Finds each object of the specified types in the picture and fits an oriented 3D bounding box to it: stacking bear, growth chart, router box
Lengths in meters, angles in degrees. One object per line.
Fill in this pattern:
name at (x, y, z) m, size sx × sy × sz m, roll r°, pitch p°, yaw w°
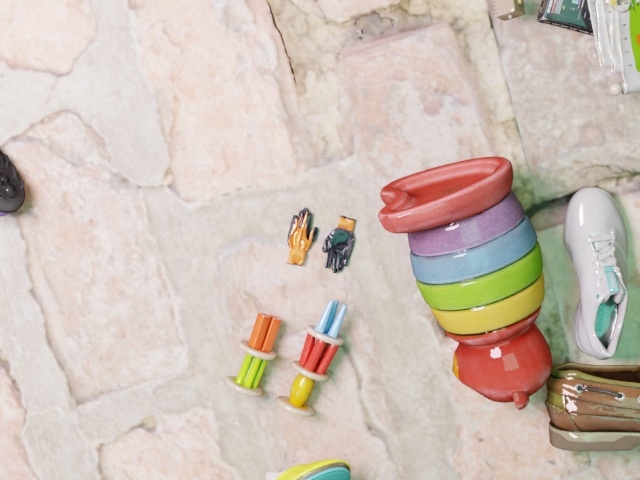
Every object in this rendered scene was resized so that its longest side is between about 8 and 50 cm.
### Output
stacking bear at (0.192, 0.061, 1.261) m, size 0.164 × 0.175 × 0.289 m, roll -18°, pitch 104°, yaw 9°
growth chart at (0.385, -0.290, 1.253) m, size 0.172 × 0.021 × 0.237 m, roll -23°, pitch 105°, yaw -12°
router box at (0.324, -0.314, 1.275) m, size 0.092 × 0.038 × 0.122 m, roll 15°, pitch 95°, yaw -2°

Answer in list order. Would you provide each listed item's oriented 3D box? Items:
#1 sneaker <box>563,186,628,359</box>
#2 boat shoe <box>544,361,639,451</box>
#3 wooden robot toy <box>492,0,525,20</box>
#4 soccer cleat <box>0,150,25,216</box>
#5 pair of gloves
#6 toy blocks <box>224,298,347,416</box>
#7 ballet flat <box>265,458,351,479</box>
sneaker at (0.346, 0.040, 1.280) m, size 0.080 × 0.094 × 0.212 m, roll -4°, pitch 92°, yaw 2°
boat shoe at (0.431, 0.191, 1.285) m, size 0.307 × 0.111 × 0.104 m, roll -5°, pitch 96°, yaw 1°
wooden robot toy at (0.193, -0.346, 1.273) m, size 0.079 × 0.076 × 0.173 m, roll -15°, pitch 96°, yaw 37°
soccer cleat at (-0.509, -0.111, 1.284) m, size 0.318 × 0.108 × 0.116 m, roll 33°, pitch 115°, yaw -4°
pair of gloves at (0.000, 0.000, 1.323) m, size 0.083 × 0.010 × 0.074 m, roll 11°, pitch 94°, yaw -3°
toy blocks at (-0.038, 0.131, 1.313) m, size 0.123 × 0.054 × 0.148 m, roll 22°, pitch 95°, yaw -2°
ballet flat at (-0.063, 0.336, 1.323) m, size 0.231 × 0.077 × 0.077 m, roll -45°, pitch 129°, yaw 7°
